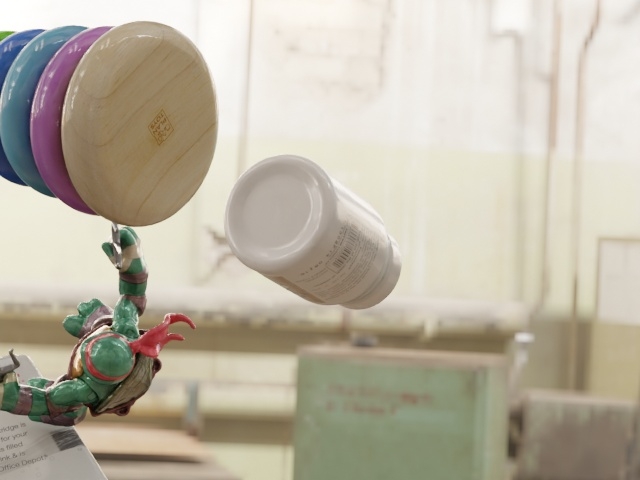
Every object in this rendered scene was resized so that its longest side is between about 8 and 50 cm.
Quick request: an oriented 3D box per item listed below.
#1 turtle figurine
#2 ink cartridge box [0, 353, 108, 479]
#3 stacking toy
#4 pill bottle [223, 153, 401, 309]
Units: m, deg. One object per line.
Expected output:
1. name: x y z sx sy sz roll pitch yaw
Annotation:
1. turtle figurine: -0.185 0.088 1.367 0.175 0.118 0.234 -43 -1 -15
2. ink cartridge box: -0.283 0.239 1.443 0.197 0.114 0.273 -14 44 -28
3. stacking toy: -0.237 -0.098 1.267 0.330 0.141 0.141 9 3 37
4. pill bottle: 0.000 0.000 1.893 0.131 0.131 0.229 2 -15 26
